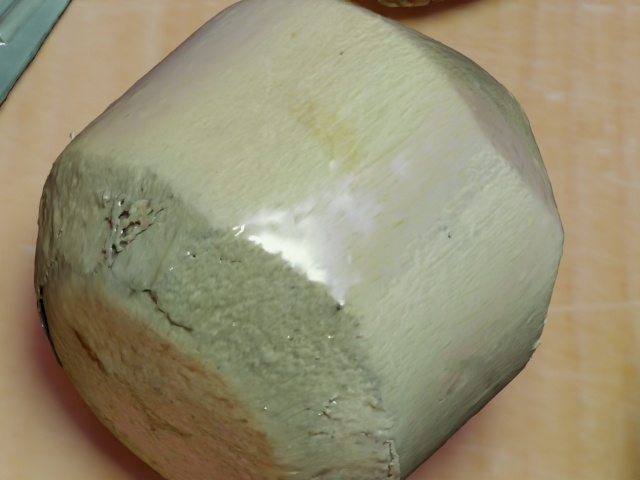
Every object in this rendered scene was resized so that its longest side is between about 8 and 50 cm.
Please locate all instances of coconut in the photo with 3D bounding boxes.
[{"bbox_3d":[0.000,0.000,0.793,0.224,0.224,0.234,35,57,4],"label":"coconut"}]

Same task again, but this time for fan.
[{"bbox_3d":[-0.137,-0.150,0.941,0.057,0.023,0.282,26,55,8],"label":"fan"}]

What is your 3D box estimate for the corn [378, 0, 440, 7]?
[{"bbox_3d":[0.115,-0.198,1.016,0.253,0.086,0.086,-30,74,-29],"label":"corn"}]
